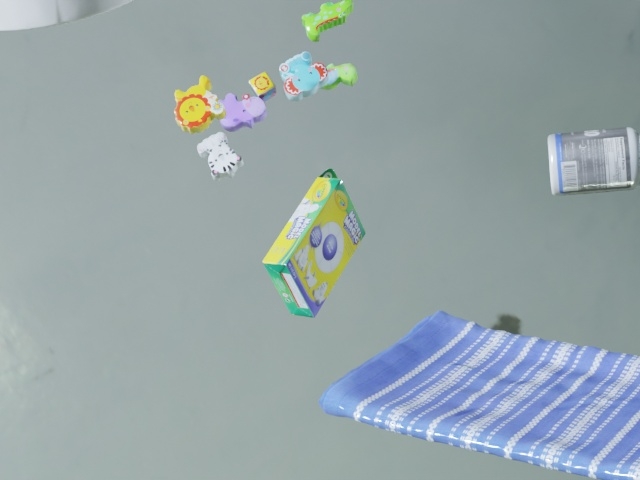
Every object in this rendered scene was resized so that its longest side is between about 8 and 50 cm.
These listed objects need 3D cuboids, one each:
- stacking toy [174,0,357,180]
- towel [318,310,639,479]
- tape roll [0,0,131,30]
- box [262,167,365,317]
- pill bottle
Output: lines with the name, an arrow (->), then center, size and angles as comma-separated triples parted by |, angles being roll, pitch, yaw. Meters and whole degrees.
stacking toy -> -0.050, -0.159, 1.308 | 0.221, 0.052, 0.167 | -32, 164, -6
towel -> 0.196, 0.135, 1.093 | 0.243, 0.336, 0.040 | -24, 117, -54
tape roll -> -0.333, -0.372, 1.442 | 0.246, 0.246, 0.169 | -20, 120, -19
box -> 0.000, 0.000, 1.552 | 0.179, 0.043, 0.105 | -60, 140, -34
pill bottle -> 0.350, -0.098, 1.471 | 0.137, 0.078, 0.078 | -4, 121, 11
